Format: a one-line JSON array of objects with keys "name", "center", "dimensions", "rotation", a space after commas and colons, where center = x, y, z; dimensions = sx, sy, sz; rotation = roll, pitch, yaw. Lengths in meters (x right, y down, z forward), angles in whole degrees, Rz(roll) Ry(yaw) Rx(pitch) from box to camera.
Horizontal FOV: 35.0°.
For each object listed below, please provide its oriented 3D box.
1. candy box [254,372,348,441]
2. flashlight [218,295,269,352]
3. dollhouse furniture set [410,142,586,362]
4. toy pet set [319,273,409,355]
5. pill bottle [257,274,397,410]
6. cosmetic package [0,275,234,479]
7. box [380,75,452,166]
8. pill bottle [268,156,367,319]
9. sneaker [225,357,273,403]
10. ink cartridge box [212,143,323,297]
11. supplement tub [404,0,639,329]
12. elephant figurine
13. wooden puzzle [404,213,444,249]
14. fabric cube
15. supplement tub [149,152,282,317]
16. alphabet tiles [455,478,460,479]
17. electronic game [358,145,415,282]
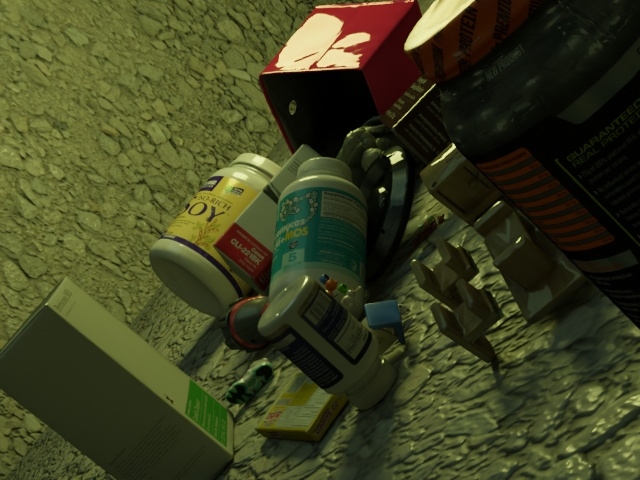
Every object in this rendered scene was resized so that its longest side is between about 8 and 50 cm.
[{"name": "candy box", "center": [-0.021, 0.228, 1.408], "dimensions": [0.105, 0.027, 0.206], "rotation": [-54, 13, -20]}, {"name": "flashlight", "center": [-0.074, 0.126, 1.764], "dimensions": [0.304, 0.103, 0.103], "rotation": [-26, 51, 58]}, {"name": "dollhouse furniture set", "center": [0.228, -0.001, 1.121], "dimensions": [0.212, 0.161, 0.242], "rotation": [-43, 34, 19]}, {"name": "toy pet set", "center": [0.071, 0.086, 1.340], "dimensions": [0.065, 0.122, 0.114], "rotation": [-49, 28, 27]}, {"name": "pill bottle", "center": [0.012, 0.131, 1.260], "dimensions": [0.094, 0.169, 0.094], "rotation": [-44, 12, 12]}, {"name": "cosmetic package", "center": [-0.320, 0.244, 1.587], "dimensions": [0.155, 0.365, 0.197], "rotation": [-46, 12, 5]}, {"name": "box", "center": [0.225, -0.195, 1.571], "dimensions": [0.203, 0.167, 0.168], "rotation": [-46, 11, 7]}, {"name": "pill bottle", "center": [0.000, 0.000, 1.590], "dimensions": [0.146, 0.146, 0.264], "rotation": [-36, 39, 43]}, {"name": "sneaker", "center": [-0.118, 0.234, 1.719], "dimensions": [0.098, 0.038, 0.069], "rotation": [-36, 11, 6]}, {"name": "ink cartridge box", "center": [-0.066, -0.032, 2.031], "dimensions": [0.273, 0.114, 0.197], "rotation": [-50, -17, -9]}, {"name": "supplement tub", "center": [0.235, -0.078, 0.741], "dimensions": [0.207, 0.338, 0.207], "rotation": [-44, 12, 12]}, {"name": "elephant figurine", "center": [0.143, -0.169, 1.898], "dimensions": [0.239, 0.186, 0.169], "rotation": [-43, -33, -35]}, {"name": "wooden puzzle", "center": [0.163, -0.015, 1.602], "dimensions": [0.083, 0.006, 0.049], "rotation": [-45, 12, 13]}, {"name": "fabric cube", "center": [0.072, -0.317, 2.096], "dimensions": [0.259, 0.254, 0.258], "rotation": [4, 45, 34]}, {"name": "supplement tub", "center": [-0.207, -0.015, 2.340], "dimensions": [0.331, 0.241, 0.241], "rotation": [-53, 13, -25]}, {"name": "alphabet tiles", "center": [0.080, 0.310, 0.830], "dimensions": [0.237, 0.009, 0.198], "rotation": [-49, 12, -11]}, {"name": "electronic game", "center": [0.097, -0.043, 1.656], "dimensions": [0.229, 0.048, 0.229], "rotation": [-165, 90, -75]}]
